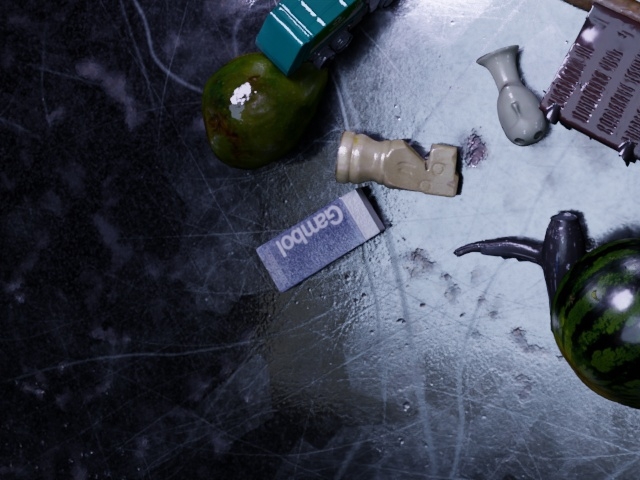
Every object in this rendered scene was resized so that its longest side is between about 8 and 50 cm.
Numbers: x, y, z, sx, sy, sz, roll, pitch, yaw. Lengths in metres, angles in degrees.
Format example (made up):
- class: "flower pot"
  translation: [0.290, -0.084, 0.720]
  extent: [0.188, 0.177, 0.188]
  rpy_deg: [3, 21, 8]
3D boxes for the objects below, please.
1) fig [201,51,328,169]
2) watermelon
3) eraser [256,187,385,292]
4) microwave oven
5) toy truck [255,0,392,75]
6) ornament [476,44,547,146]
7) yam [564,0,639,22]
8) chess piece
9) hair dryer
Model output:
- class: "fig"
  translation: [-0.081, -0.227, 1.742]
  extent: [0.245, 0.195, 0.195]
  rpy_deg: [-24, 88, -1]
- class: "watermelon"
  translation: [0.471, 0.123, 1.553]
  extent: [0.269, 0.269, 0.269]
  rpy_deg: [2, 97, 19]
- class: "eraser"
  translation: [0.000, 0.000, 1.809]
  extent: [0.212, 0.046, 0.092]
  rpy_deg: [-31, 86, 19]
- class: "microwave oven"
  translation: [0.440, -0.215, 1.528]
  extent: [0.188, 0.247, 0.178]
  rpy_deg: [32, 103, 12]
- class: "toy truck"
  translation: [0.013, -0.372, 1.683]
  extent: [0.253, 0.124, 0.114]
  rpy_deg: [-43, 83, -7]
- class: "ornament"
  translation: [0.304, -0.223, 1.660]
  extent: [0.075, 0.081, 0.156]
  rpy_deg: [-20, 85, 16]
- class: "yam"
  translation: [0.483, -0.337, 1.601]
  extent: [0.264, 0.046, 0.046]
  rpy_deg: [28, 105, 15]
- class: "chess piece"
  translation: [0.130, -0.124, 1.740]
  extent: [0.200, 0.090, 0.090]
  rpy_deg: [9, 100, 7]
- class: "hair dryer"
  translation: [0.318, 0.045, 1.708]
  extent: [0.219, 0.075, 0.195]
  rpy_deg: [8, 109, 28]
